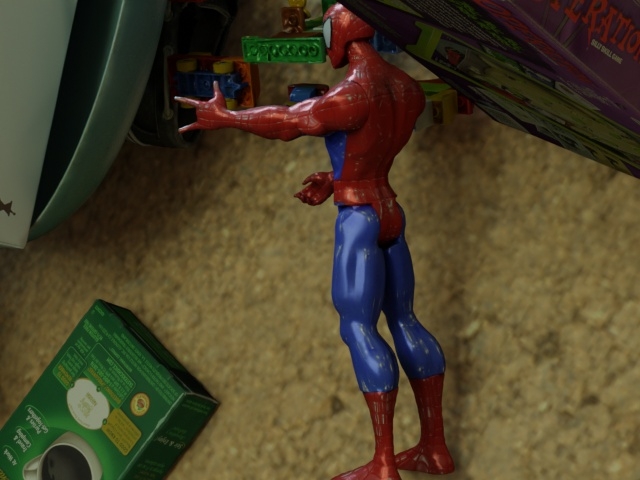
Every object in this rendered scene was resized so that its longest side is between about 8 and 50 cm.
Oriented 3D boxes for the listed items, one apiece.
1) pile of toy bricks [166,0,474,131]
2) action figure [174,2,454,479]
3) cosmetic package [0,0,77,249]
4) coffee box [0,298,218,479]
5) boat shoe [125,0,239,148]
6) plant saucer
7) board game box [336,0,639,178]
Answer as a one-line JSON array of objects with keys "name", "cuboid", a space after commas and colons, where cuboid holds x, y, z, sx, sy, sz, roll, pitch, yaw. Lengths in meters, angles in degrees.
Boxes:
[{"name": "pile of toy bricks", "cuboid": [0.005, -0.131, 1.202, 0.212, 0.105, 0.118, 7, 110, 35]}, {"name": "action figure", "cuboid": [0.000, 0.000, 1.112, 0.139, 0.091, 0.280, 2, 98, 37]}, {"name": "cosmetic package", "cuboid": [-0.263, -0.190, 1.297, 0.284, 0.097, 0.377, 4, 81, 53]}, {"name": "coffee box", "cuboid": [-0.162, 0.144, 1.259, 0.113, 0.040, 0.184, 41, 99, 36]}, {"name": "boat shoe", "cuboid": [-0.086, -0.170, 1.291, 0.070, 0.077, 0.219, 11, 89, 36]}, {"name": "plant saucer", "cuboid": [-0.169, -0.146, 1.282, 0.317, 0.043, 0.318, -37, 47, 54]}, {"name": "board game box", "cuboid": [0.102, -0.104, 0.972, 0.208, 0.347, 0.056, 31, 92, 36]}]
